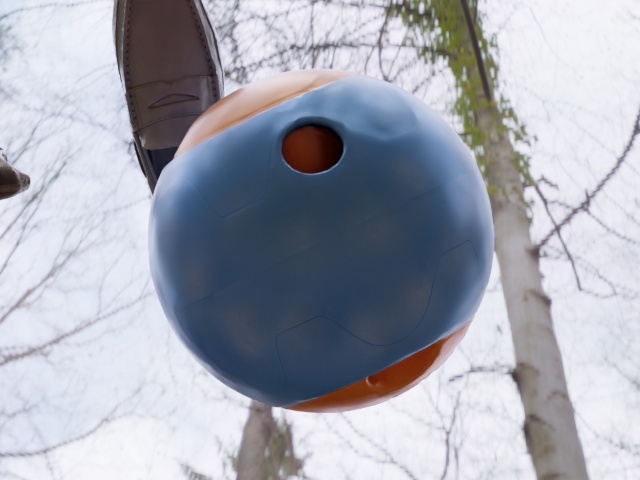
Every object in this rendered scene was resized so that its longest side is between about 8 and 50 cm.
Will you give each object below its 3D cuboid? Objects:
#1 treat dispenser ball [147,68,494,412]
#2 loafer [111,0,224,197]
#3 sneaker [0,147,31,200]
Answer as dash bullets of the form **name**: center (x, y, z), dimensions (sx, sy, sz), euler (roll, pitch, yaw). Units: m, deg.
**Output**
- **treat dispenser ball**: center (0.000, 0.000, 1.071), dimensions (0.288, 0.288, 0.288), euler (2, -66, 4)
- **loafer**: center (-0.143, -0.132, 1.312), dimensions (0.112, 0.111, 0.319), euler (-14, -59, -6)
- **sneaker**: center (-0.391, -0.085, 1.429), dimensions (0.071, 0.188, 0.066), euler (-1, -65, -40)
